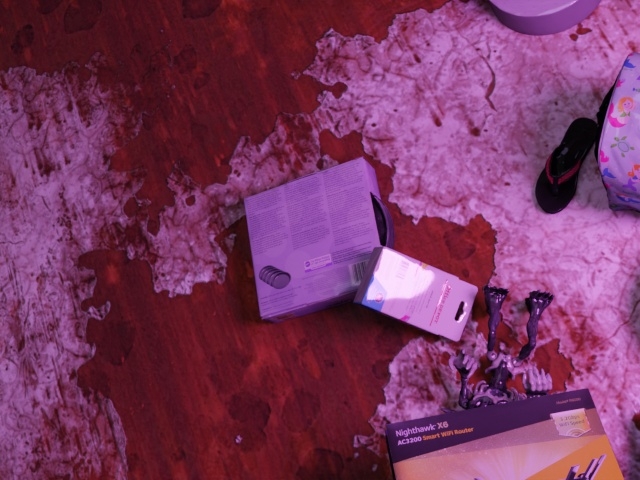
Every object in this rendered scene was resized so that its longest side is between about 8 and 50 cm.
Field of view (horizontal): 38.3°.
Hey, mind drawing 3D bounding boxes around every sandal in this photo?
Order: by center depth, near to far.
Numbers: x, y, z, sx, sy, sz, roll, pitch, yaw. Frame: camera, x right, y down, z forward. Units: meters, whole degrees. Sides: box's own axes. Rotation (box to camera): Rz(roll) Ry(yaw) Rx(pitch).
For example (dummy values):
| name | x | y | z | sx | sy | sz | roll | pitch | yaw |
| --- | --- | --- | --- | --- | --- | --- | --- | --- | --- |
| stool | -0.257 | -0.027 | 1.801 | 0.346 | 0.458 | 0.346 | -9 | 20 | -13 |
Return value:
| name | x | y | z | sx | sy | sz | roll | pitch | yaw |
| --- | --- | --- | --- | --- | --- | --- | --- | --- | --- |
| sandal | 0.410 | -0.131 | 1.549 | 0.067 | 0.040 | 0.179 | 22 | 84 | 28 |

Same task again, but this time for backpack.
| name | x | y | z | sx | sy | sz | roll | pitch | yaw |
| --- | --- | --- | --- | --- | --- | --- | --- | --- | --- |
| backpack | 0.510 | -0.156 | 1.380 | 0.191 | 0.253 | 0.225 | 14 | 78 | 34 |

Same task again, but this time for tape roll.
| name | x | y | z | sx | sy | sz | roll | pitch | yaw |
| --- | --- | --- | --- | --- | --- | --- | --- | --- | --- |
| tape roll | 0.400 | -0.481 | 1.648 | 0.219 | 0.072 | 0.219 | -7 | 71 | 21 |

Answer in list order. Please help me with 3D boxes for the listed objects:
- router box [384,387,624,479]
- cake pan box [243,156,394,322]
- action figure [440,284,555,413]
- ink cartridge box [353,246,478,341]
| name | x | y | z | sx | sy | sz | roll | pitch | yaw |
| --- | --- | --- | --- | --- | --- | --- | --- | --- | --- |
| router box | 0.263 | 0.353 | 1.293 | 0.309 | 0.081 | 0.242 | -11 | 48 | -1 |
| cake pan box | 0.000 | 0.000 | 1.679 | 0.267 | 0.070 | 0.245 | -19 | 69 | 18 |
| action figure | 0.281 | 0.207 | 1.446 | 0.164 | 0.141 | 0.275 | 9 | 76 | 15 |
| ink cartridge box | 0.160 | 0.091 | 1.551 | 0.181 | 0.061 | 0.104 | 23 | 83 | -11 |
